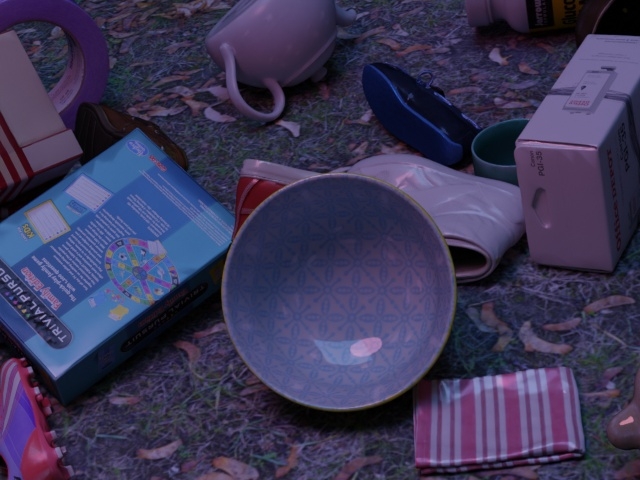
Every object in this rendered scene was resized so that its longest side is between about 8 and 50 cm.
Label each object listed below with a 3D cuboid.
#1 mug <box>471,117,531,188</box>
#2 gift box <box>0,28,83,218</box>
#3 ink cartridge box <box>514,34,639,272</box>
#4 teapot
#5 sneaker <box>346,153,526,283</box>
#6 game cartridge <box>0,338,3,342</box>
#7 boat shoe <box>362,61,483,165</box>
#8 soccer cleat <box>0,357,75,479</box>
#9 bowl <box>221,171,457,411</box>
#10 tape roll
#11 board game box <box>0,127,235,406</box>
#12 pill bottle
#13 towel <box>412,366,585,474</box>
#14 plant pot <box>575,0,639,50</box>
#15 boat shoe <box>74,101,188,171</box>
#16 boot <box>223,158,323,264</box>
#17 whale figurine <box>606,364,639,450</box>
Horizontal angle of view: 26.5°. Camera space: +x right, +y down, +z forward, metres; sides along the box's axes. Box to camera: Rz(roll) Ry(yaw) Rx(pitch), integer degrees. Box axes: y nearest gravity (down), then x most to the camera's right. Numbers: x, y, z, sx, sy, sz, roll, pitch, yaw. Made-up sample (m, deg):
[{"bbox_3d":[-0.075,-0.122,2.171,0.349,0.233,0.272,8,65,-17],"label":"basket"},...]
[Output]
[{"bbox_3d":[0.297,-0.101,1.927,0.157,0.097,0.129,-6,34,9],"label":"mug"},{"bbox_3d":[-0.528,-0.136,2.091,0.255,0.258,0.276,-27,-4,-26],"label":"gift box"},{"bbox_3d":[0.376,-0.120,1.830,0.117,0.207,0.283,7,40,30],"label":"ink cartridge box"},{"bbox_3d":[-0.063,-0.343,2.331,0.256,0.187,0.252,-40,15,7],"label":"teapot"},{"bbox_3d":[0.130,-0.028,1.871,0.292,0.108,0.169,10,38,28],"label":"sneaker"},{"bbox_3d":[-0.346,0.033,1.990,0.355,0.068,0.230,-19,39,-8],"label":"game cartridge"},{"bbox_3d":[0.161,-0.198,2.130,0.089,0.109,0.258,-22,51,-24],"label":"boat shoe"},{"bbox_3d":[-0.381,0.234,1.699,0.095,0.083,0.248,-26,39,-10],"label":"soccer cleat"},{"bbox_3d":[0.034,0.070,1.694,0.289,0.290,0.156,-6,-8,10],"label":"bowl"},{"bbox_3d":[-0.506,-0.301,2.324,0.274,0.275,0.090,-25,37,-17],"label":"tape roll"},{"bbox_3d":[-0.298,0.028,1.857,0.336,0.079,0.254,-38,63,-22],"label":"board game box"},{"bbox_3d":[0.412,-0.455,2.313,0.333,0.188,0.188,-6,35,11],"label":"pill bottle"},{"bbox_3d":[0.205,0.206,1.581,0.197,0.029,0.144,-8,36,8],"label":"towel"},{"bbox_3d":[0.484,-0.317,2.105,0.215,0.215,0.230,-15,19,-3],"label":"plant pot"},{"bbox_3d":[-0.313,-0.149,2.211,0.104,0.111,0.307,-1,22,-30],"label":"boat shoe"},{"bbox_3d":[0.000,0.000,1.801,0.244,0.176,0.088,10,-3,3],"label":"boot"},{"bbox_3d":[0.411,0.225,1.425,0.216,0.141,0.272,5,63,25],"label":"whale figurine"}]
